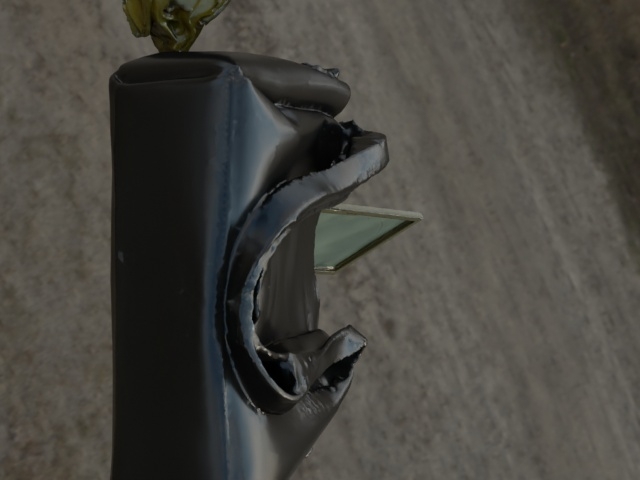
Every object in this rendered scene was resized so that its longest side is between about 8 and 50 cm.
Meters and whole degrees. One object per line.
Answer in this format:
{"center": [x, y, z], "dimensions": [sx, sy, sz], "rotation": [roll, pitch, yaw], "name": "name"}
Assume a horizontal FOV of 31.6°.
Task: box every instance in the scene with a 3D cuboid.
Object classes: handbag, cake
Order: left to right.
{"center": [-0.071, -0.189, 0.705], "dimensions": [0.079, 0.185, 0.116], "rotation": [19, 66, -51], "name": "cake"}
{"center": [-0.036, 0.027, 0.709], "dimensions": [0.257, 0.113, 0.285], "rotation": [-21, 113, -68], "name": "handbag"}

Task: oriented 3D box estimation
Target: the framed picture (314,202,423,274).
{"center": [0.000, 0.000, 1.167], "dimensions": [0.201, 0.136, 0.010], "rotation": [5, 59, -51], "name": "framed picture"}
